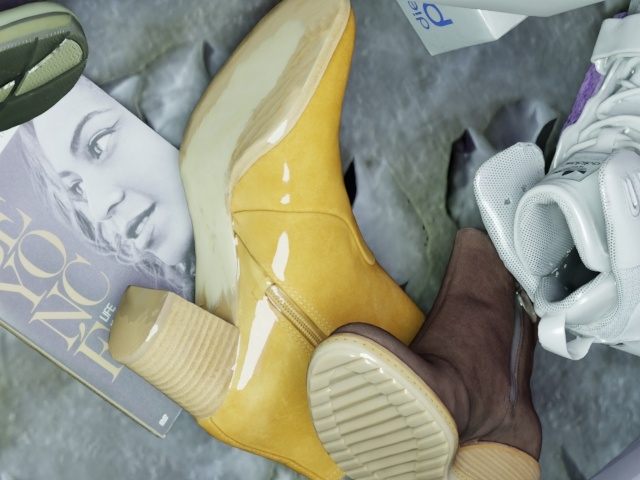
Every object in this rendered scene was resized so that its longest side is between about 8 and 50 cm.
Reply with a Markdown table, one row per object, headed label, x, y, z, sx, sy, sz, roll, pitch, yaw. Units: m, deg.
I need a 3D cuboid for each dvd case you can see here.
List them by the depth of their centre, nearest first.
| label | x | y | z | sx | sy | sz | roll | pitch | yaw |
| --- | --- | --- | --- | --- | --- | --- | --- | --- | --- |
| dvd case | -0.145 | 0.001 | 1.306 | 0.221 | 0.018 | 0.164 | 38 | 73 | -19 |

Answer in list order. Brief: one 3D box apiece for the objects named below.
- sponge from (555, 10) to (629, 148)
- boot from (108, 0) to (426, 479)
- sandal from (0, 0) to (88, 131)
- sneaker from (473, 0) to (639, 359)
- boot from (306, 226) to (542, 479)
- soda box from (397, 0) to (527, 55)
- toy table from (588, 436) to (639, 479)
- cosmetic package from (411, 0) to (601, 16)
| label | x | y | z | sx | sy | sz | roll | pitch | yaw |
| --- | --- | --- | --- | --- | --- | --- | --- | --- | --- |
| sponge | 0.284 | -0.070 | 1.504 | 0.210 | 0.031 | 0.117 | 31 | 76 | -21 |
| boot | 0.000 | 0.001 | 1.322 | 0.211 | 0.104 | 0.295 | 31 | 82 | -36 |
| sandal | -0.291 | -0.096 | 1.206 | 0.302 | 0.120 | 0.086 | -17 | 67 | -26 |
| sneaker | 0.224 | -0.087 | 1.359 | 0.210 | 0.137 | 0.366 | 1 | 92 | -43 |
| boot | 0.075 | 0.072 | 1.313 | 0.248 | 0.090 | 0.207 | 51 | 37 | -41 |
| soda box | 0.055 | -0.272 | 1.369 | 0.091 | 0.098 | 0.286 | -39 | 104 | -21 |
| toy table | 0.264 | 0.219 | 1.380 | 0.274 | 0.252 | 0.161 | -37 | 87 | -11 |
| cosmetic package | 0.154 | -0.271 | 1.237 | 0.138 | 0.224 | 0.224 | 3 | 85 | -30 |
